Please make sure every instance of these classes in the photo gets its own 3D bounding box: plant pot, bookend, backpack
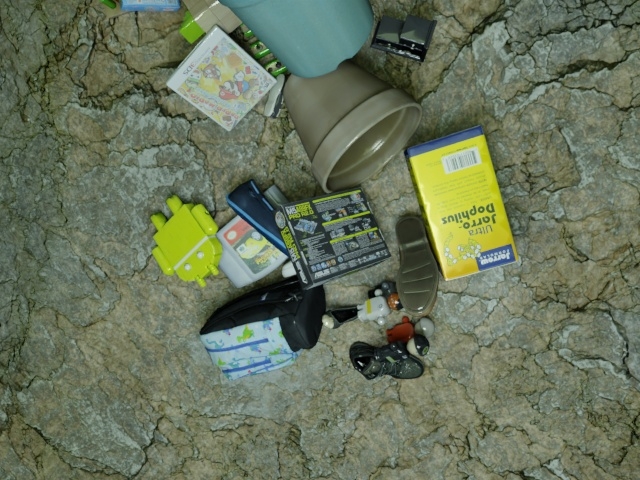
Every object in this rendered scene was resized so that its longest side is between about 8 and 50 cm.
[{"bbox_3d":[0.055,-0.329,1.323,0.323,0.323,0.280,-41,74,10],"label":"plant pot"},{"bbox_3d":[0.214,-0.541,1.325,0.156,0.157,0.072,18,99,3],"label":"bookend"},{"bbox_3d":[-0.170,0.249,1.428,0.355,0.290,0.273,-8,111,14],"label":"backpack"},{"bbox_3d":[-0.059,-0.572,1.125,0.341,0.334,0.341,-16,57,26],"label":"plant pot"}]

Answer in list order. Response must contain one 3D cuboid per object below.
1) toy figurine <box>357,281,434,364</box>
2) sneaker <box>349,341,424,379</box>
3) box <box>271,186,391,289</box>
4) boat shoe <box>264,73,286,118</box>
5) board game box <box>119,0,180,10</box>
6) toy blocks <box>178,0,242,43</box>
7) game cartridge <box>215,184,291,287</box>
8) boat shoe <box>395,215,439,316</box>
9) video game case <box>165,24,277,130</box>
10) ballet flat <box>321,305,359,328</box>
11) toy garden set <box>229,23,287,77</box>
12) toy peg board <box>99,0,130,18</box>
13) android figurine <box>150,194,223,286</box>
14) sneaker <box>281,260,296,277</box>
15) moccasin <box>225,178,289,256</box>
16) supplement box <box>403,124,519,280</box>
[{"bbox_3d":[0.216,0.218,1.402,0.148,0.213,0.209,-22,92,24],"label":"toy figurine"},{"bbox_3d":[0.192,0.369,1.468,0.227,0.130,0.087,18,101,2],"label":"sneaker"},{"bbox_3d":[0.035,-0.012,1.314,0.060,0.270,0.216,-37,74,53],"label":"box"},{"bbox_3d":[-0.122,-0.411,1.444,0.046,0.038,0.125,22,96,46],"label":"boat shoe"},{"bbox_3d":[-0.493,-0.751,1.398,0.160,0.039,0.211,-14,98,-30],"label":"board game box"},{"bbox_3d":[-0.239,-0.714,1.335,0.381,0.191,0.261,-36,60,10],"label":"toy blocks"},{"bbox_3d":[-0.185,0.000,1.502,0.294,0.060,0.196,-40,96,10],"label":"game cartridge"},{"bbox_3d":[0.265,0.078,1.345,0.111,0.307,0.104,-10,140,19],"label":"boat shoe"},{"bbox_3d":[-0.268,-0.436,1.382,0.206,0.026,0.227,-41,134,17],"label":"video game case"},{"bbox_3d":[0.059,0.213,1.446,0.049,0.173,0.057,-41,73,30],"label":"ballet flat"},{"bbox_3d":[-0.204,-0.569,1.426,0.204,0.049,0.244,-24,94,9],"label":"toy garden set"},{"bbox_3d":[-0.571,-0.743,1.431,0.160,0.079,0.161,-14,96,9],"label":"toy peg board"},{"bbox_3d":[-0.396,0.008,1.494,0.248,0.056,0.273,-38,80,25],"label":"android figurine"},{"bbox_3d":[0.000,0.000,1.461,0.290,0.106,0.123,-31,87,0],"label":"sneaker"},{"bbox_3d":[-0.111,-0.054,1.371,0.342,0.138,0.117,40,79,13],"label":"moccasin"},{"bbox_3d":[0.366,-0.101,1.347,0.195,0.194,0.356,-17,95,8],"label":"supplement box"}]
